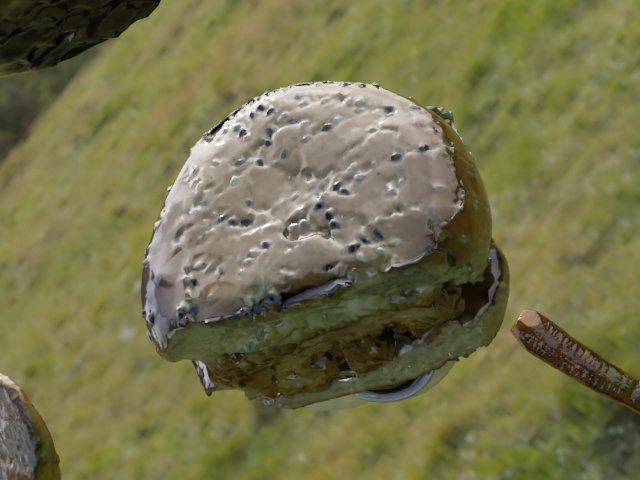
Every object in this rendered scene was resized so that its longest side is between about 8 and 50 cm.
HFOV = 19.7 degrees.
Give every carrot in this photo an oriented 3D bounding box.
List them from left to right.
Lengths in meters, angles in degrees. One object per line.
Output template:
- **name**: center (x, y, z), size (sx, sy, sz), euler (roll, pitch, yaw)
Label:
- **carrot**: center (0.271, 0.127, 1.876), size (0.042, 0.170, 0.042), euler (-58, -6, -9)

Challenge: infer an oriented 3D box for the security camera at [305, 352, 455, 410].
- **security camera**: center (0.059, 0.086, 2.051), size (0.236, 0.194, 0.195), euler (-18, 35, 51)

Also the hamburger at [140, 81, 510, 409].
- **hamburger**: center (0.000, 0.000, 1.650), size (0.318, 0.195, 0.277), euler (-19, 49, 10)

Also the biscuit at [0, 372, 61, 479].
- **biscuit**: center (-0.288, 0.142, 1.500), size (0.029, 0.118, 0.247), euler (-24, 27, -37)

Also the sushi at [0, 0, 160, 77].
- **sushi**: center (-0.233, -0.248, 1.087), size (0.294, 0.281, 0.299), euler (-10, -44, -54)
